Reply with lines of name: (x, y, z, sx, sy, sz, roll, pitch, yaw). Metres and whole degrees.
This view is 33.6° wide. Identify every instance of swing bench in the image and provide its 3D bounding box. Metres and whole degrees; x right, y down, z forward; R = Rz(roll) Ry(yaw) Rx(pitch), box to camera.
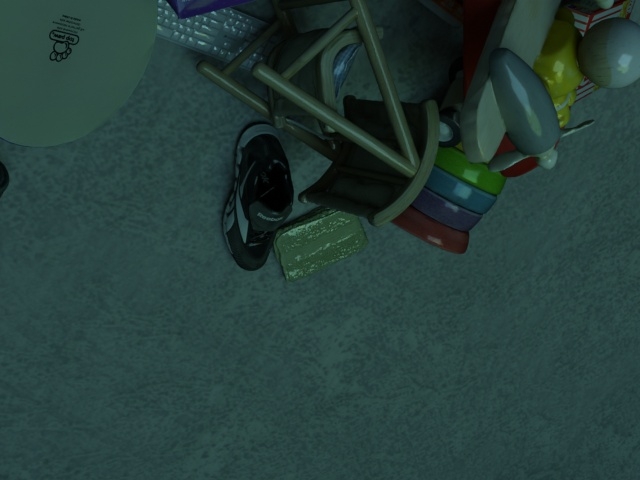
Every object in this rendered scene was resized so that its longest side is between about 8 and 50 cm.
swing bench: (0.009, -0.169, 1.327, 0.165, 0.253, 0.255, -44, 112, -11)

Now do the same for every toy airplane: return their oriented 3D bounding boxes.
toy airplane: (0.269, -0.268, 1.294, 0.384, 0.272, 0.386, 0, 103, -70)

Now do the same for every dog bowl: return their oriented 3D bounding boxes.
dog bowl: (-0.318, -0.243, 1.203, 0.265, 0.104, 0.265, -32, 140, -32)

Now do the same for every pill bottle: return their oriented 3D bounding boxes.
pill bottle: (0.201, -0.374, 1.451, 0.086, 0.086, 0.152, 26, 108, -36)

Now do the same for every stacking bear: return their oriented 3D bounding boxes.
stacking bear: (0.214, -0.141, 1.575, 0.175, 0.164, 0.289, 16, 107, -45)

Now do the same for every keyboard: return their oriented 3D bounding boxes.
keyboard: (-0.169, -0.286, 1.379, 0.256, 0.014, 0.072, 16, 113, -33)

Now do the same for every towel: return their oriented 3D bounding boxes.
towel: (0.000, 0.000, 1.645, 0.148, 0.027, 0.110, -25, 130, -8)

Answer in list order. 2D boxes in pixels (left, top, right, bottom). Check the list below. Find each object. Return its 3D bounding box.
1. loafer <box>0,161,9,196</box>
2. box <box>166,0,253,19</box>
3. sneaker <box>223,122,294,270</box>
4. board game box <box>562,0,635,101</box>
loafer: (-0.526, -0.084, 1.308, 0.267, 0.096, 0.084, 11, 136, -24)
box: (-0.061, -0.355, 1.263, 0.293, 0.201, 0.057, -18, 125, -15)
sneaker: (-0.087, -0.043, 1.522, 0.078, 0.106, 0.234, -4, 123, -22)
board game box: (0.393, -0.286, 1.570, 0.193, 0.045, 0.147, -30, 139, -49)
